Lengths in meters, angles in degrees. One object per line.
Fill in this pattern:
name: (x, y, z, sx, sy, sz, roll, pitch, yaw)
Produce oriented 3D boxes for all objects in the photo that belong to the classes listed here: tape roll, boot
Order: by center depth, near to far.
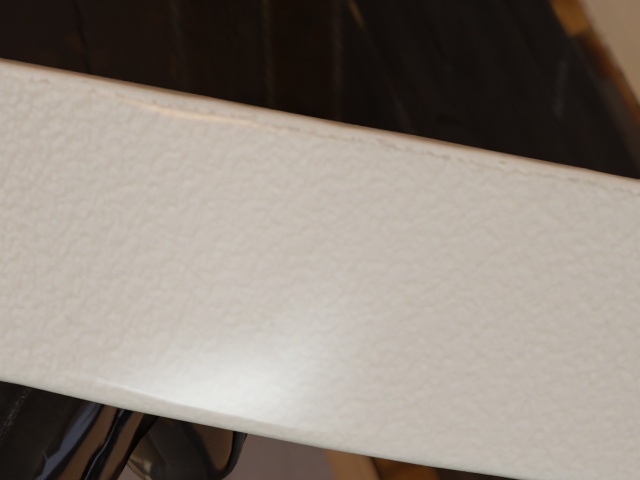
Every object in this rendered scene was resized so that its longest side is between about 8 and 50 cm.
tape roll: (0.000, 0.000, 0.588, 0.392, 0.072, 0.392, 11, -178, 0)
boot: (-0.190, 0.195, 1.530, 0.146, 0.445, 0.367, 7, 129, 14)
